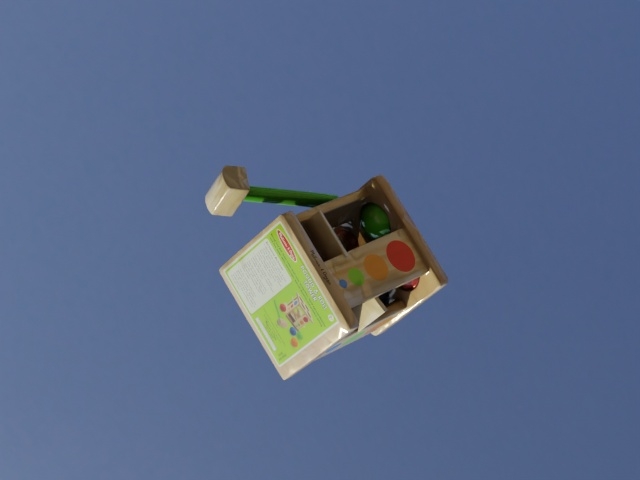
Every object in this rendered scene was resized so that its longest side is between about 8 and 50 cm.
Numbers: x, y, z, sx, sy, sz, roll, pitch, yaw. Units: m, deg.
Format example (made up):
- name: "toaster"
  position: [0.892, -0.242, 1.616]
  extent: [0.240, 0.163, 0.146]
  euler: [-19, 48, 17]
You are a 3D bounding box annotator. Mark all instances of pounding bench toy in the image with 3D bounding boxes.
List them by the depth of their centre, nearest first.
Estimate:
- name: "pounding bench toy"
  position: [0.000, 0.000, 0.719]
  extent: [0.065, 0.052, 0.083]
  euler: [-24, -101, -41]
